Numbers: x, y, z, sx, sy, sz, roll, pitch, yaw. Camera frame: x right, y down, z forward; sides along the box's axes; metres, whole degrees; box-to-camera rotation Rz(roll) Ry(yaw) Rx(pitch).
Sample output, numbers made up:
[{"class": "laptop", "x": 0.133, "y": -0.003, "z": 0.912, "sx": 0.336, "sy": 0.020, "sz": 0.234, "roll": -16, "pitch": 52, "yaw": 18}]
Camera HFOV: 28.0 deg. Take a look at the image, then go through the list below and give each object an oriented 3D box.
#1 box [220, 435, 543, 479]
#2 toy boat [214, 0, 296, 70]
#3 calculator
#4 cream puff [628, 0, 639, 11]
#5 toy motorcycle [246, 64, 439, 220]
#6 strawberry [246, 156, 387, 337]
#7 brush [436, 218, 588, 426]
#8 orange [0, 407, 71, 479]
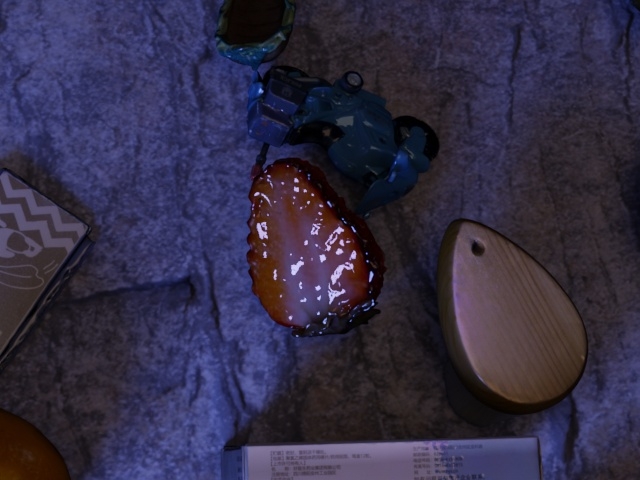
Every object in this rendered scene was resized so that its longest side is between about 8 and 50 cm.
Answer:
[{"class": "box", "x": 0.066, "y": 0.273, "z": 1.561, "sx": 0.353, "sy": 0.214, "sz": 0.069, "roll": -2, "pitch": 80, "yaw": -11}, {"class": "toy boat", "x": -0.079, "y": -0.355, "z": 1.721, "sx": 0.109, "sy": 0.099, "sz": 0.292, "roll": -6, "pitch": 65, "yaw": 18}, {"class": "calculator", "x": -0.418, "y": 0.055, "z": 1.608, "sx": 0.166, "sy": 0.028, "sz": 0.274, "roll": 35, "pitch": 76, "yaw": -5}, {"class": "cream puff", "x": 0.505, "y": -0.366, "z": 1.821, "sx": 0.146, "sy": 0.146, "sz": 0.116, "roll": 34, "pitch": 92, "yaw": -3}, {"class": "toy motorcycle", "x": 0.024, "y": -0.132, "z": 1.696, "sx": 0.272, "sy": 0.123, "sz": 0.182, "roll": 22, "pitch": 53, "yaw": -8}, {"class": "strawberry", "x": 0.000, "y": 0.000, "z": 1.639, "sx": 0.111, "sy": 0.190, "sz": 0.236, "roll": -32, "pitch": 108, "yaw": -57}, {"class": "brush", "x": 0.222, "y": 0.101, "z": 1.653, "sx": 0.174, "sy": 0.166, "sz": 0.266, "roll": -23, "pitch": 83, "yaw": -13}, {"class": "orange", "x": -0.402, "y": 0.304, "z": 1.450, "sx": 0.246, "sy": 0.246, "sz": 0.246, "roll": 2, "pitch": 78, "yaw": -11}]
